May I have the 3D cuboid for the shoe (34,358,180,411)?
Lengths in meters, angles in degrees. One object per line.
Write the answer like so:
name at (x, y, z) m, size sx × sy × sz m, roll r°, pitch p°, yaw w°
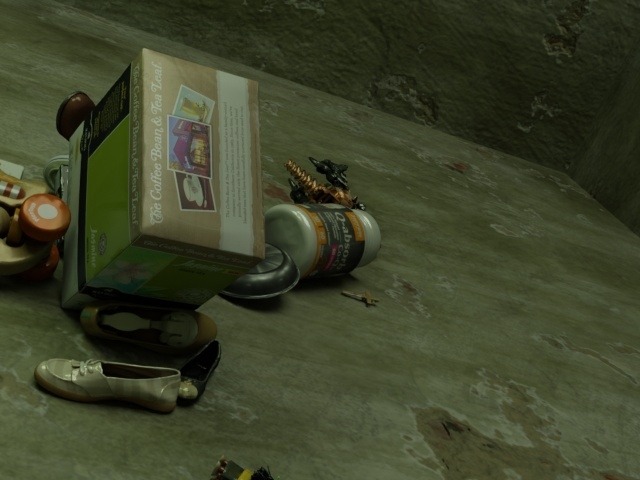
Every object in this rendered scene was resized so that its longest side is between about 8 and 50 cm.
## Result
shoe at (-0.309, 0.200, 1.590) m, size 0.219 × 0.058 × 0.076 m, roll 14°, pitch 21°, yaw -25°

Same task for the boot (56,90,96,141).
boot at (-0.399, -0.150, 2.178) m, size 0.280 × 0.264 × 0.096 m, roll 33°, pitch 54°, yaw 25°

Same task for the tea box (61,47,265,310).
tea box at (-0.263, -0.076, 1.777) m, size 0.219 × 0.323 × 0.329 m, roll 12°, pitch 62°, yaw -30°

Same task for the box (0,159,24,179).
box at (-0.634, -0.097, 1.945) m, size 0.170 × 0.091 × 0.130 m, roll 18°, pitch 20°, yaw -15°

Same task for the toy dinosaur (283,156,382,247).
toy dinosaur at (0.032, -0.092, 2.540) m, size 0.164 × 0.322 × 0.218 m, roll -27°, pitch 37°, yaw -7°

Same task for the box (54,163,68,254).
box at (-0.383, -0.046, 2.021) m, size 0.220 × 0.051 × 0.175 m, roll 8°, pitch 53°, yaw -25°

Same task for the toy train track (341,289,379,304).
toy train track at (0.085, 0.123, 2.322) m, size 0.083 × 0.014 × 0.048 m, roll 14°, pitch 28°, yaw -11°

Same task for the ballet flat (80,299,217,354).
ballet flat at (-0.270, 0.143, 1.751) m, size 0.232 × 0.080 × 0.073 m, roll 7°, pitch -8°, yaw -23°

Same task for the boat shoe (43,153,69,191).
boat shoe at (-0.419, -0.075, 2.119) m, size 0.302 × 0.109 × 0.094 m, roll 28°, pitch 23°, yaw 5°

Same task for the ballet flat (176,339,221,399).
ballet flat at (-0.199, 0.205, 1.719) m, size 0.057 × 0.049 × 0.173 m, roll 23°, pitch 19°, yaw 1°

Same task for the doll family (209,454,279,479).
doll family at (-0.104, 0.347, 1.434) m, size 0.111 × 0.076 × 0.193 m, roll 30°, pitch 25°, yaw 5°

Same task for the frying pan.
frying pan at (-0.154, 0.021, 2.183) m, size 0.197 × 0.053 × 0.326 m, roll -3°, pitch 30°, yaw -15°

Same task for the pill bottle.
pill bottle at (0.000, 0.000, 2.321) m, size 0.162 × 0.162 × 0.278 m, roll 36°, pitch 23°, yaw 31°

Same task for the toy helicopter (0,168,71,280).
toy helicopter at (-0.577, -0.089, 1.810) m, size 0.234 × 0.140 × 0.355 m, roll -8°, pitch 56°, yaw -31°
